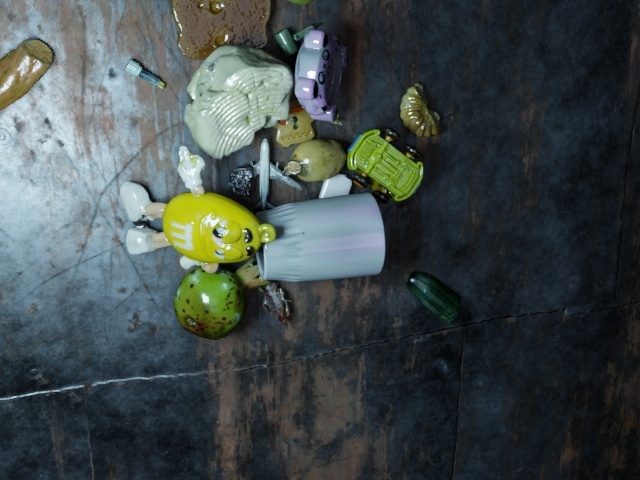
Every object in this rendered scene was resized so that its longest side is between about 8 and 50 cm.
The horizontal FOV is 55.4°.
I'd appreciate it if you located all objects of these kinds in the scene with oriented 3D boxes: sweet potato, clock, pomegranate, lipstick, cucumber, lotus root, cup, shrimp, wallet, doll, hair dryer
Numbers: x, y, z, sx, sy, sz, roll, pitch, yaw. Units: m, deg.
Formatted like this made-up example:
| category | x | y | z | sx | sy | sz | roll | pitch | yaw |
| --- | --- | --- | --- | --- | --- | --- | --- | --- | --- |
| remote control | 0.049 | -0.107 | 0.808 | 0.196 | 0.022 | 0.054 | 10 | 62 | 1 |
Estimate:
| category | x | y | z | sx | sy | sz | roll | pitch | yaw |
| --- | --- | --- | --- | --- | --- | --- | --- | --- | --- |
| sweet potato | -0.781 | -0.405 | 1.533 | 0.251 | 0.097 | 0.097 | -45 | 115 | -3 |
| clock | 0.000 | -0.462 | 1.700 | 0.090 | 0.248 | 0.227 | 11 | 91 | 15 |
| pomegranate | -0.298 | 0.181 | 1.834 | 0.286 | 0.231 | 0.231 | -11 | 112 | -46 |
| lipstick | -0.473 | -0.448 | 1.659 | 0.116 | 0.037 | 0.037 | 28 | 95 | -28 |
| cucumber | 0.398 | 0.195 | 2.145 | 0.244 | 0.063 | 0.115 | 33 | 93 | -23 |
| lotus root | -0.017 | -0.239 | 1.829 | 0.221 | 0.118 | 0.125 | -14 | 84 | -31 |
| cup | 0.000 | 0.000 | 1.810 | 0.372 | 0.253 | 0.253 | -7 | 108 | -14 |
| shrimp | -0.137 | 0.207 | 1.959 | 0.075 | 0.073 | 0.190 | -16 | 106 | 32 |
| wallet | 0.038 | -0.123 | 1.936 | 0.095 | 0.033 | 0.190 | 13 | 102 | -24 |
| doll | -0.364 | -0.060 | 1.678 | 0.423 | 0.161 | 0.348 | -25 | 108 | 31 |
| hair dryer | -0.056 | -0.595 | 1.757 | 0.150 | 0.047 | 0.071 | -33 | 113 | -14 |

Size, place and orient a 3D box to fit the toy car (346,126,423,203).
| category | x | y | z | sx | sy | sz | roll | pitch | yaw |
| --- | --- | --- | --- | --- | --- | --- | --- | --- | --- |
| toy car | 0.190 | -0.234 | 1.896 | 0.248 | 0.142 | 0.200 | 38 | 89 | -15 |

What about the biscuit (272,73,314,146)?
| category | x | y | z | sx | sy | sz | roll | pitch | yaw |
| --- | --- | --- | --- | --- | --- | --- | --- | --- | --- |
| biscuit | -0.087 | -0.394 | 1.810 | 0.166 | 0.036 | 0.225 | -11 | 109 | -15 |

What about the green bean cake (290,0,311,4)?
| category | x | y | z | sx | sy | sz | roll | pitch | yaw |
| --- | --- | --- | --- | --- | --- | --- | --- | --- | --- |
| green bean cake | -0.016 | -0.784 | 1.665 | 0.233 | 0.124 | 0.236 | -21 | 112 | -13 |

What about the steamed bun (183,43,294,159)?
| category | x | y | z | sx | sy | sz | roll | pitch | yaw |
| --- | --- | --- | --- | --- | --- | --- | --- | --- | --- |
| steamed bun | -0.237 | -0.396 | 1.656 | 0.320 | 0.206 | 0.275 | -33 | 145 | -4 |

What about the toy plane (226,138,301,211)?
| category | x | y | z | sx | sy | sz | roll | pitch | yaw |
| --- | --- | --- | --- | --- | --- | --- | --- | --- | --- |
| toy plane | -0.169 | -0.193 | 1.830 | 0.226 | 0.058 | 0.226 | 1 | 102 | -7 |

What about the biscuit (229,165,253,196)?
| category | x | y | z | sx | sy | sz | roll | pitch | yaw |
| --- | --- | --- | --- | --- | --- | --- | --- | --- | --- |
| biscuit | -0.228 | -0.174 | 1.799 | 0.087 | 0.027 | 0.089 | -34 | 93 | 16 |

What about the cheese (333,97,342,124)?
| category | x | y | z | sx | sy | sz | roll | pitch | yaw |
| --- | --- | --- | --- | --- | --- | --- | --- | --- | --- |
| cheese | 0.034 | -0.385 | 1.850 | 0.060 | 0.041 | 0.084 | -14 | 90 | -22 |

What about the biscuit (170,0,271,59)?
| category | x | y | z | sx | sy | sz | roll | pitch | yaw |
| --- | --- | --- | --- | --- | --- | --- | --- | --- | --- |
| biscuit | -0.267 | -0.619 | 1.670 | 0.273 | 0.049 | 0.257 | -9 | 112 | -15 |

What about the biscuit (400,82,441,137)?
| category | x | y | z | sx | sy | sz | roll | pitch | yaw |
| --- | --- | --- | --- | --- | --- | --- | --- | --- | --- |
| biscuit | 0.317 | -0.399 | 1.935 | 0.118 | 0.061 | 0.183 | -35 | 115 | -5 |
